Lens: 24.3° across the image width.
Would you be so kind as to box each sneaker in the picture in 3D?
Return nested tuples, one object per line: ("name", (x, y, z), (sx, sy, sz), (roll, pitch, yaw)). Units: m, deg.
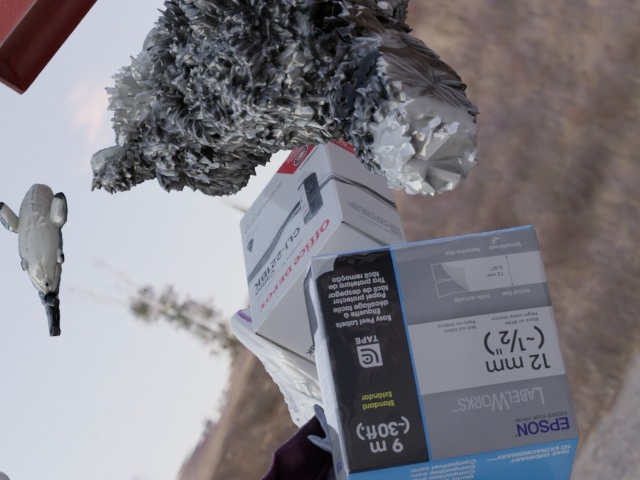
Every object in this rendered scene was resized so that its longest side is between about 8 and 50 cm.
("sneaker", (-0.033, 0.227, 2.366), (0.152, 0.305, 0.114), (-60, -15, 24))

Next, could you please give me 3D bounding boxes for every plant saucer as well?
("plant saucer", (-0.281, -0.284, 1.609), (0.259, 0.048, 0.258), (-52, 2, -2))

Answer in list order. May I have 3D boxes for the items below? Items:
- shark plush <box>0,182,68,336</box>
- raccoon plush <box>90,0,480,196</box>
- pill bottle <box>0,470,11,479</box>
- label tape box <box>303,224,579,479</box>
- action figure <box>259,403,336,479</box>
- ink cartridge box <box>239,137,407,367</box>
("shark plush", (-0.277, 0.016, 1.542), (0.073, 0.161, 0.067), (-21, -8, -1))
("raccoon plush", (-0.064, -0.086, 1.215), (0.446, 0.216, 0.299), (-107, 38, -56))
("pill bottle", (-0.397, 0.346, 1.738), (0.121, 0.216, 0.121), (-27, -22, -12))
("label tape box", (0.133, 0.175, 1.564), (0.115, 0.249, 0.348), (106, 155, -70))
("action figure", (0.047, 0.365, 1.794), (0.248, 0.276, 0.370), (-31, -43, -18))
("ink cartridge box", (0.000, 0.000, 1.910), (0.197, 0.114, 0.273), (-52, 25, 22))
